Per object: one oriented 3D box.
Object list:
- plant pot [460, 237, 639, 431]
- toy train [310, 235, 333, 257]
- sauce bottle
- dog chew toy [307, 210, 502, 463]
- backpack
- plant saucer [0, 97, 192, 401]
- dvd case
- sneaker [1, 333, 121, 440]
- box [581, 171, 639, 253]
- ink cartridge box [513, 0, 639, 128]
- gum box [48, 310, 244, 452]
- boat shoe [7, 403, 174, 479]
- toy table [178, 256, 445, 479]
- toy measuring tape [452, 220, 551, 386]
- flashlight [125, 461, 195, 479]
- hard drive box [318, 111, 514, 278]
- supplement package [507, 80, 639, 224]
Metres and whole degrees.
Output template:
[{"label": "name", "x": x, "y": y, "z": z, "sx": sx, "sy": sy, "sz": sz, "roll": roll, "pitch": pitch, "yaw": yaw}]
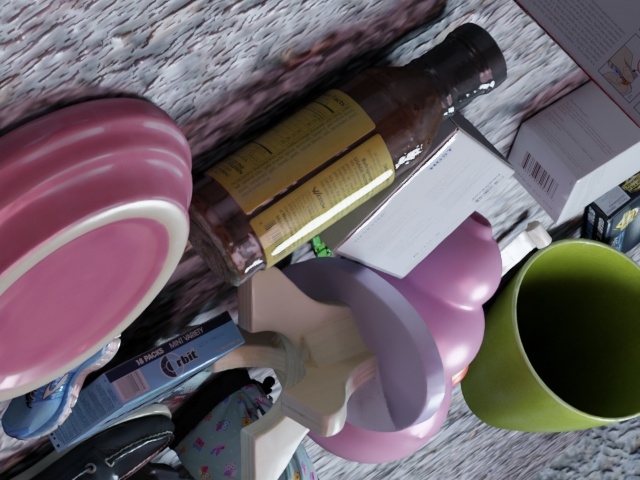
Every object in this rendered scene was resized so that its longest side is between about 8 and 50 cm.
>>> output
[{"label": "plant pot", "x": 0.335, "y": 0.175, "z": 2.591, "sx": 0.275, "sy": 0.275, "sz": 0.293, "roll": -28, "pitch": 173, "yaw": -31}, {"label": "toy train", "x": 0.000, "y": 0.000, "z": 1.910, "sx": 0.024, "sy": 0.017, "sz": 0.083, "roll": -28, "pitch": 159, "yaw": -5}, {"label": "sauce bottle", "x": 0.027, "y": -0.089, "z": 1.633, "sx": 0.344, "sy": 0.111, "sz": 0.111, "roll": -33, "pitch": 159, "yaw": -17}, {"label": "dog chew toy", "x": 0.098, "y": 0.104, "z": 2.062, "sx": 0.206, "sy": 0.206, "sz": 0.332, "roll": -5, "pitch": 131, "yaw": -58}, {"label": "backpack", "x": -0.090, "y": 0.260, "z": 2.048, "sx": 0.152, "sy": 0.182, "sz": 0.115, "roll": -46, "pitch": 160, "yaw": 16}, {"label": "plant saucer", "x": -0.233, "y": 0.026, "z": 1.447, "sx": 0.332, "sy": 0.084, "sz": 0.332, "roll": -35, "pitch": 160, "yaw": -15}, {"label": "dvd case", "x": -0.143, "y": 0.142, "z": 1.953, "sx": 0.119, "sy": 0.013, "sz": 0.087, "roll": -50, "pitch": 158, "yaw": 21}, {"label": "sneaker", "x": -0.263, "y": 0.122, "z": 1.654, "sx": 0.073, "sy": 0.063, "sz": 0.162, "roll": 16, "pitch": 118, "yaw": -47}, {"label": "box", "x": 0.474, "y": -0.055, "z": 2.604, "sx": 0.175, "sy": 0.051, "sz": 0.220, "roll": -37, "pitch": 159, "yaw": -10}, {"label": "ink cartridge box", "x": 0.281, "y": -0.204, "z": 1.560, "sx": 0.130, "sy": 0.309, "sz": 0.272, "roll": -45, "pitch": 159, "yaw": 13}, {"label": "gum box", "x": -0.183, "y": 0.146, "z": 1.769, "sx": 0.157, "sy": 0.041, "sz": 0.184, "roll": -27, "pitch": 175, "yaw": -35}, {"label": "boat shoe", "x": -0.279, "y": 0.293, "z": 1.873, "sx": 0.340, "sy": 0.113, "sz": 0.127, "roll": -25, "pitch": 156, "yaw": -37}, {"label": "toy table", "x": -0.017, "y": 0.127, "z": 1.817, "sx": 0.161, "sy": 0.274, "sz": 0.252, "roll": -16, "pitch": 105, "yaw": -35}, {"label": "toy measuring tape", "x": 0.194, "y": 0.106, "z": 2.328, "sx": 0.330, "sy": 0.121, "sz": 0.121, "roll": -40, "pitch": 160, "yaw": -1}, {"label": "flashlight", "x": -0.174, "y": 0.320, "z": 2.165, "sx": 0.103, "sy": 0.103, "sz": 0.304, "roll": -40, "pitch": 156, "yaw": 12}, {"label": "hard drive box", "x": 0.088, "y": -0.062, "z": 1.832, "sx": 0.181, "sy": 0.089, "sz": 0.232, "roll": -44, "pitch": 160, "yaw": 8}, {"label": "supplement package", "x": 0.333, "y": -0.121, "z": 2.130, "sx": 0.179, "sy": 0.105, "sz": 0.105, "roll": -31, "pitch": 158, "yaw": -24}]
